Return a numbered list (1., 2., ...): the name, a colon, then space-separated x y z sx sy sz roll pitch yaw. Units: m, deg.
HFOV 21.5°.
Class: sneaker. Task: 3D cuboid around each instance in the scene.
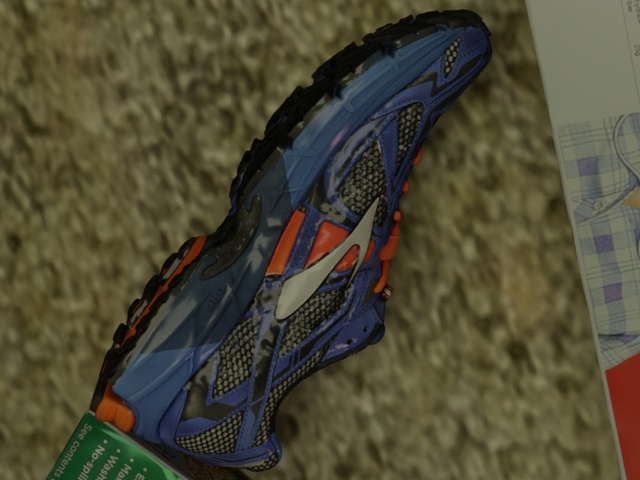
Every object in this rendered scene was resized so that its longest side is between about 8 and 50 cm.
1. sneaker: 0.000 0.000 0.687 0.087 0.083 0.221 36 98 -13

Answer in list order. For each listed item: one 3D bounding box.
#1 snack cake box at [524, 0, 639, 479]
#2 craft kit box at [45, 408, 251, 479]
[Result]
1. snack cake box: 0.162 -0.040 0.597 0.152 0.089 0.264 -9 107 14
2. craft kit box: -0.056 0.236 0.715 0.247 0.061 0.250 33 99 7
